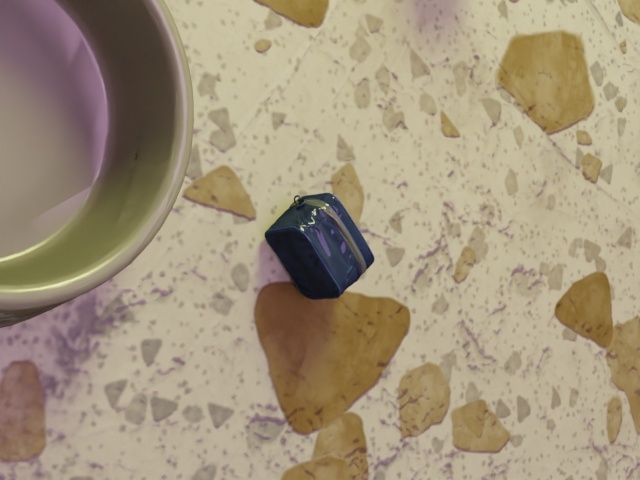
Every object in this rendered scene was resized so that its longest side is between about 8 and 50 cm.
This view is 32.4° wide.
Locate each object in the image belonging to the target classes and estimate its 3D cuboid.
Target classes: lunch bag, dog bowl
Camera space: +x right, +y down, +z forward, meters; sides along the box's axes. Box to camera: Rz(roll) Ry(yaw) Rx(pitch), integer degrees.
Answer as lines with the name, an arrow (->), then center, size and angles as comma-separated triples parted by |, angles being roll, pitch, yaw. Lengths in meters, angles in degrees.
lunch bag -> 0.000, 0.000, 1.042 | 0.065, 0.067, 0.098 | -44, 114, -32
dog bowl -> -0.247, -0.102, 0.823 | 0.348, 0.102, 0.349 | 1, 89, -40
